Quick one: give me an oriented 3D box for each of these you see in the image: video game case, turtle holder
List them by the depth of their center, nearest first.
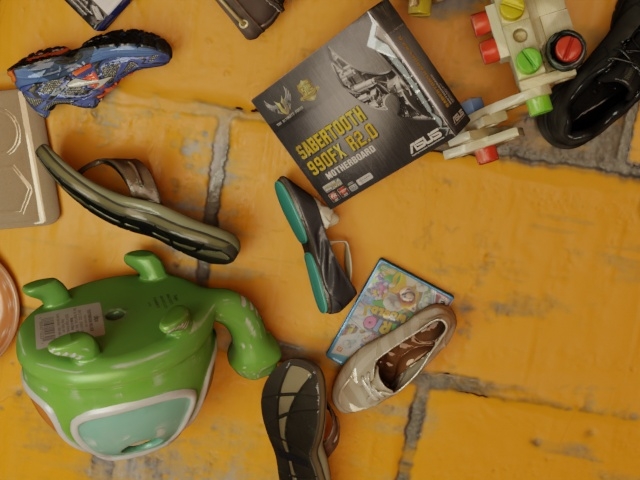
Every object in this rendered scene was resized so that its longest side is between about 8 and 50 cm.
[{"bbox_3d":[-0.242,0.156,1.245,0.243,0.320,0.227,21,126,39],"label":"turtle holder"},{"bbox_3d":[0.098,0.122,1.297,0.119,0.015,0.166,28,105,-3],"label":"video game case"}]

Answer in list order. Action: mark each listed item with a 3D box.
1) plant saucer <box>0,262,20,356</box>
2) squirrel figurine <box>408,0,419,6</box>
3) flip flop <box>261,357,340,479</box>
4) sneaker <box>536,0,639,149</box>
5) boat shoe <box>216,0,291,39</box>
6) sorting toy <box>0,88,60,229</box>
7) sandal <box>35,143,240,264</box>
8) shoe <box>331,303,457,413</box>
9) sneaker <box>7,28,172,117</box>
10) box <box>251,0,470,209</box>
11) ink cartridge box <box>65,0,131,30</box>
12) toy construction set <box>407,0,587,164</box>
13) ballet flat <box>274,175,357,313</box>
[{"bbox_3d":[-0.529,0.101,1.286,0.200,0.037,0.200,-1,91,-34],"label":"plant saucer"},{"bbox_3d":[0.095,-0.462,0.974,0.370,0.281,0.397,-11,58,17],"label":"squirrel figurine"},{"bbox_3d":[-0.013,0.281,1.313,0.112,0.080,0.277,14,124,38],"label":"flip flop"},{"bbox_3d":[0.388,-0.226,1.129,0.109,0.130,0.286,34,103,-2],"label":"sneaker"},{"bbox_3d":[-0.175,-0.389,1.145,0.324,0.116,0.097,40,101,-11],"label":"boat shoe"},{"bbox_3d":[-0.481,-0.109,1.281,0.208,0.038,0.193,-6,103,2],"label":"sorting toy"},{"bbox_3d":[-0.243,-0.059,1.245,0.302,0.120,0.086,24,77,-3],"label":"sandal"},{"bbox_3d":[0.098,0.168,1.269,0.219,0.058,0.076,-43,97,13],"label":"shoe"},{"bbox_3d":[-0.300,-0.224,1.222,0.221,0.083,0.087,-11,119,10],"label":"sneaker"},{"bbox_3d":[0.046,-0.165,1.155,0.231,0.056,0.183,-28,102,41],"label":"box"},{"bbox_3d":[-0.332,-0.382,1.193,0.097,0.046,0.207,-43,97,12],"label":"ink cartridge box"},{"bbox_3d":[0.198,-0.256,1.125,0.215,0.151,0.328,-17,102,8],"label":"toy construction set"},{"bbox_3d":[0.000,0.000,1.254,0.074,0.074,0.203,-19,95,9],"label":"ballet flat"}]
